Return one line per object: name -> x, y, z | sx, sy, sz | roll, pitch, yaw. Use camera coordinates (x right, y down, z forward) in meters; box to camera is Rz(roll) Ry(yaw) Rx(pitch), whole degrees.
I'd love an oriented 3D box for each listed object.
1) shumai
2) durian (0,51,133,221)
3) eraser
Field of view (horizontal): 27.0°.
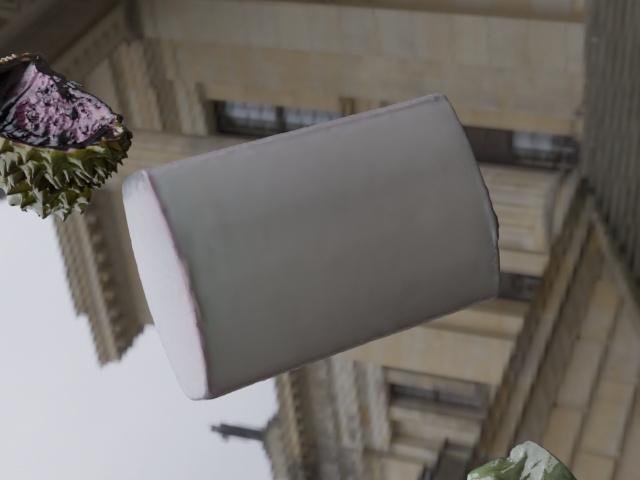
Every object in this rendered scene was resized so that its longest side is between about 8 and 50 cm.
shumai -> 0.091, 0.136, 0.630 | 0.082, 0.083, 0.080 | 13, -80, -48
durian -> -0.227, -0.062, 1.022 | 0.119, 0.187, 0.108 | -15, -53, -33
eraser -> 0.000, 0.000, 1.019 | 0.270, 0.095, 0.174 | -17, -89, -30
